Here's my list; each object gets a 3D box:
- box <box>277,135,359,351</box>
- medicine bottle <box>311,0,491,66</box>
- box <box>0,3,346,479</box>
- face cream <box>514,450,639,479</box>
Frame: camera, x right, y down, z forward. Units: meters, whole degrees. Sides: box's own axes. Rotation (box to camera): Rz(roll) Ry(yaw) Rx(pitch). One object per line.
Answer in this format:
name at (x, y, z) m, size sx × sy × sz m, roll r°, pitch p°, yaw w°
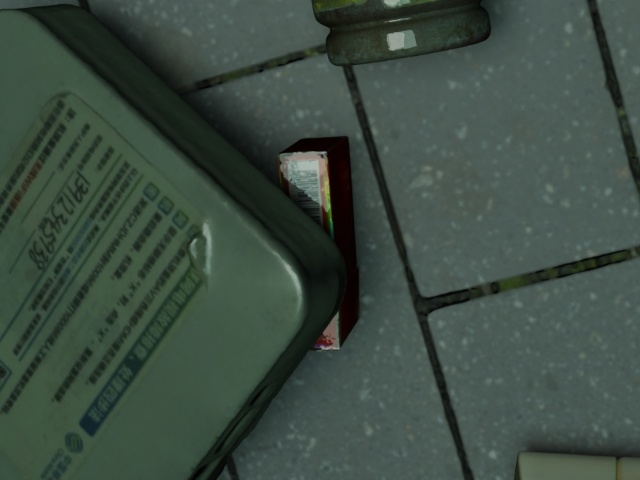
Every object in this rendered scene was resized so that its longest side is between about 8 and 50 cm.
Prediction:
box at (0.001, 0.000, 1.257) m, size 0.048 × 0.112 × 0.175 m, roll -2°, pitch 102°, yaw 10°
medicine bottle at (0.049, -0.313, 1.164) m, size 0.151 × 0.151 × 0.322 m, roll -8°, pitch 100°, yaw 12°
box at (-0.215, 0.048, 1.257) m, size 0.396 × 0.111 × 0.396 m, roll 43°, pitch 117°, yaw 13°
face cream at (0.347, 0.279, 1.261) m, size 0.348 × 0.081 × 0.173 m, roll 1°, pitch 102°, yaw 11°
